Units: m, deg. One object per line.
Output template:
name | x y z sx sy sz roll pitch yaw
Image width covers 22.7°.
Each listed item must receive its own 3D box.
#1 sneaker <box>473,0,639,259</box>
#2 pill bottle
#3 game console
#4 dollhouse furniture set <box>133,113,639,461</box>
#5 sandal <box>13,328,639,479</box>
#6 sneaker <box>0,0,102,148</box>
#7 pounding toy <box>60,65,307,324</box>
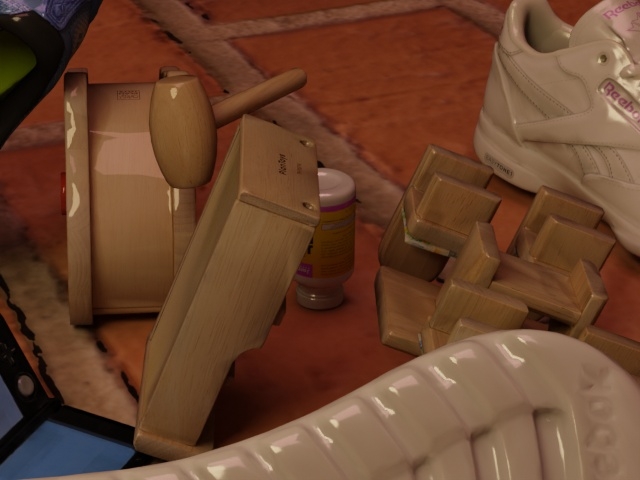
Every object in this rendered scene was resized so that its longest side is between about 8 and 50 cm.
sneaker | 0.222 -0.075 1.072 0.114 0.152 0.305 -20 35 -39
pill bottle | 0.000 0.000 0.993 0.043 0.083 0.043 0 28 0
game console | -0.157 0.097 0.822 0.071 0.107 0.122 -18 16 30
dollhouse furniture set | 0.040 0.059 0.876 0.242 0.161 0.212 20 25 -11
sandal | -0.051 0.163 0.639 0.416 0.169 0.102 -16 -13 -11
sneaker | -0.275 -0.079 0.975 0.330 0.130 0.147 -33 31 24
pounding toy | -0.086 -0.032 1.007 0.155 0.154 0.269 -2 8 -8
